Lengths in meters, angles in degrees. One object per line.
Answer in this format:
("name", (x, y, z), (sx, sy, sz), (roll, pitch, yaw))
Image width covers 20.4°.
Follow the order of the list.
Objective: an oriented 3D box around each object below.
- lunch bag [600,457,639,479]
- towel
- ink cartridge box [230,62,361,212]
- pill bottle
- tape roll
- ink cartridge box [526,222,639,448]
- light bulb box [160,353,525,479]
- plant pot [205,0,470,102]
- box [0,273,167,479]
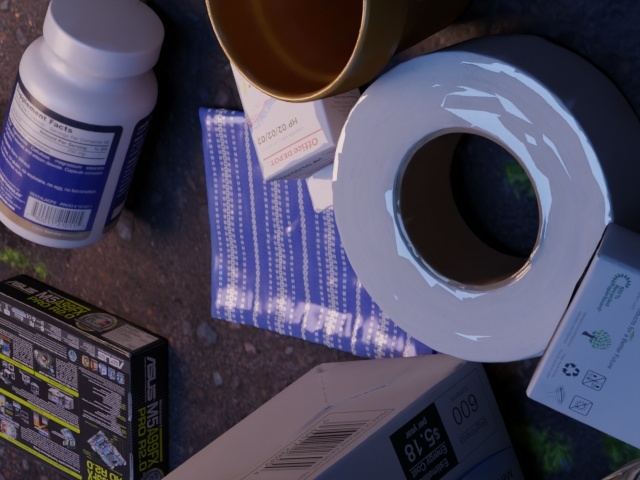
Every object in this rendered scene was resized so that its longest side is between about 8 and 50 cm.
("lunch bag", (0.313, 0.332, 1.473), (0.305, 0.212, 0.256), (38, 130, -9))
("towel", (0.000, 0.000, 1.814), (0.336, 0.040, 0.243), (13, 114, 41))
("ink cartridge box", (-0.015, -0.125, 1.735), (0.104, 0.061, 0.181), (-26, 76, 42))
("pill bottle", (-0.262, -0.134, 1.933), (0.153, 0.153, 0.264), (42, 130, 24))
("tape roll", (0.153, -0.037, 1.583), (0.286, 0.100, 0.286), (11, 111, 32))
("ink cartridge box", (0.351, 0.125, 1.454), (0.333, 0.065, 0.165), (26, 126, 6))
("light bulb box", (0.029, 0.344, 1.669), (0.225, 0.358, 0.361), (-8, 109, 46))
("plant pot", (0.032, -0.238, 1.577), (0.205, 0.188, 0.205), (17, 115, 42))
("box", (-0.297, 0.182, 2.158), (0.270, 0.060, 0.216), (20, 120, 38))
